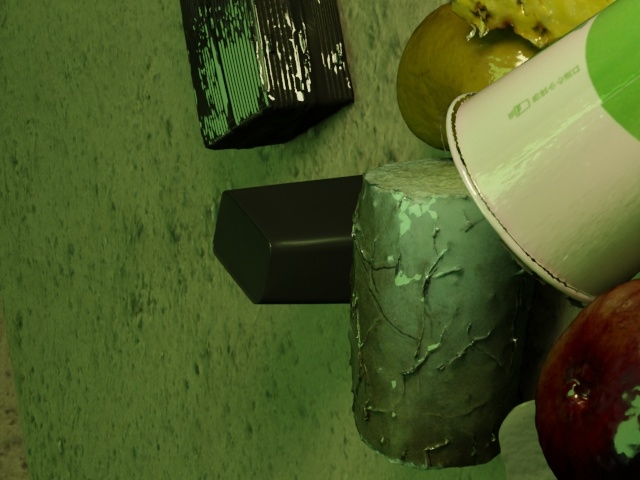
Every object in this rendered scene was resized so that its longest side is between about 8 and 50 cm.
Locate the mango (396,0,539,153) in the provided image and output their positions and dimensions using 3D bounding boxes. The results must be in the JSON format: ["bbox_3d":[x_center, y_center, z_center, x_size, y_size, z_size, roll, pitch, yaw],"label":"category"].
[{"bbox_3d":[0.181,-0.177,2.024,0.331,0.142,0.195,18,127,60],"label":"mango"}]

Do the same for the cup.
[{"bbox_3d":[0.292,-0.109,1.708,0.274,0.253,0.253,-39,56,29],"label":"cup"}]

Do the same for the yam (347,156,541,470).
[{"bbox_3d":[0.144,0.065,2.076,0.241,0.241,0.348,38,128,53],"label":"yam"}]

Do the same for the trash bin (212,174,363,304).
[{"bbox_3d":[0.000,0.000,2.305,0.165,0.225,0.115,50,134,48],"label":"trash bin"}]

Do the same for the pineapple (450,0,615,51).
[{"bbox_3d":[0.308,-0.345,1.821,0.209,0.286,0.344,-58,-14,-48],"label":"pineapple"}]

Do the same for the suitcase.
[{"bbox_3d":[-0.090,-0.306,2.507,0.229,0.152,0.335,-27,70,60],"label":"suitcase"}]

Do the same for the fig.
[{"bbox_3d":[0.307,0.151,1.660,0.235,0.214,0.235,-25,46,28],"label":"fig"}]

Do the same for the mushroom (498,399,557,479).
[{"bbox_3d":[0.298,0.199,1.895,0.159,0.122,0.328,61,144,11],"label":"mushroom"}]
